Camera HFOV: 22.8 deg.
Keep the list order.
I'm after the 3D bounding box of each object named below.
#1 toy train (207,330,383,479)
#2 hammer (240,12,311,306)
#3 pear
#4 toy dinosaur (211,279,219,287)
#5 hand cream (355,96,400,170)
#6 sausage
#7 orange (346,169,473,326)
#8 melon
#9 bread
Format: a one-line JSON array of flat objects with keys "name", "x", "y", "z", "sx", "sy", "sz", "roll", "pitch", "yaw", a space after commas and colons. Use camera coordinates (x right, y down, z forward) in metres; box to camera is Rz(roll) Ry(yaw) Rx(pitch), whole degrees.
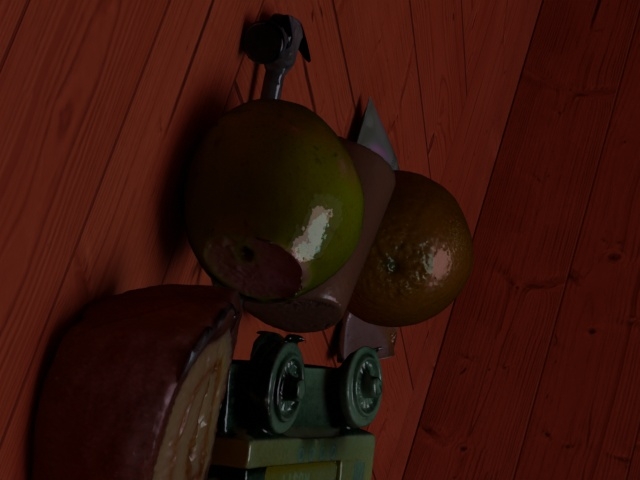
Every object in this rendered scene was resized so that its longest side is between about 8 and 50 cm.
[{"name": "toy train", "x": -0.056, "y": 0.218, "z": 1.638, "sx": 0.397, "sy": 0.160, "sz": 0.253, "roll": 13, "pitch": 82, "yaw": -65}, {"name": "hammer", "x": -0.081, "y": -0.035, "z": 1.705, "sx": 0.152, "sy": 0.044, "sz": 0.426, "roll": -32, "pitch": 136, "yaw": -74}, {"name": "pear", "x": -0.044, "y": -0.049, "z": 1.548, "sx": 0.187, "sy": 0.188, "sz": 0.219, "roll": 89, "pitch": 12, "yaw": -51}, {"name": "toy dinosaur", "x": -0.098, "y": 0.018, "z": 1.653, "sx": 0.060, "sy": 0.029, "sz": 0.119, "roll": -27, "pitch": 129, "yaw": -47}, {"name": "hand cream", "x": 0.079, "y": -0.134, "z": 2.306, "sx": 0.205, "sy": 0.050, "sz": 0.078, "roll": 59, "pitch": 46, "yaw": -68}, {"name": "sausage", "x": 0.000, "y": 0.000, "z": 1.918, "sx": 0.123, "sy": 0.123, "sz": 0.252, "roll": 88, "pitch": 20, "yaw": -52}, {"name": "orange", "x": 0.102, "y": 0.011, "z": 2.167, "sx": 0.236, "sy": 0.236, "sz": 0.236, "roll": 14, "pitch": 90, "yaw": -78}, {"name": "melon", "x": 0.082, "y": 0.127, "z": 2.522, "sx": 0.202, "sy": 0.093, "sz": 0.139, "roll": -47, "pitch": 141, "yaw": -76}, {"name": "bread", "x": -0.160, "y": 0.160, "z": 1.362, "sx": 0.190, "sy": 0.123, "sz": 0.244, "roll": -30, "pitch": 132, "yaw": -71}]
